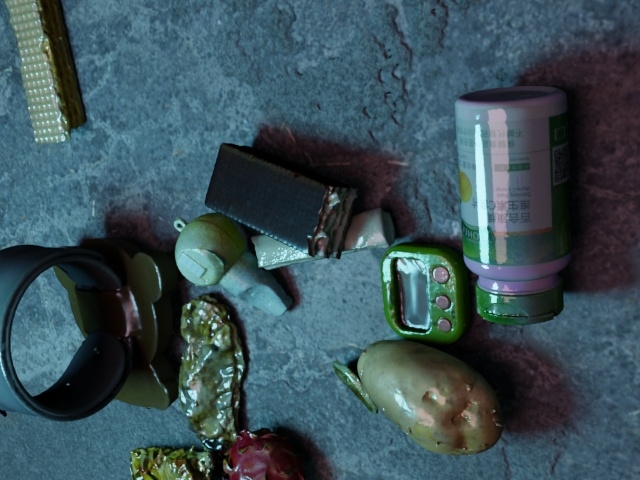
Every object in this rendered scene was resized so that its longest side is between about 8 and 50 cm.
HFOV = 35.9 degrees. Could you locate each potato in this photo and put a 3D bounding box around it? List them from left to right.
[{"bbox_3d":[0.140,0.211,1.342,0.234,0.128,0.161,36,157,26],"label":"potato"}]

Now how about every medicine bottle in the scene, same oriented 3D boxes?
[{"bbox_3d":[0.234,-0.041,1.187,0.133,0.133,0.274,6,110,37],"label":"medicine bottle"}]

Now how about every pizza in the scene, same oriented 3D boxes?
[{"bbox_3d":[-0.251,0.483,1.744,0.287,0.074,0.251,-22,82,58],"label":"pizza"}]

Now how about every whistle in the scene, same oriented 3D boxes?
[{"bbox_3d":[-0.135,0.033,1.543,0.223,0.123,0.123,37,128,-3],"label":"whistle"}]

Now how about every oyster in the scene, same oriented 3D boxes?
[{"bbox_3d":[-0.183,0.257,1.674,0.128,0.078,0.345,5,107,28],"label":"oyster"}]

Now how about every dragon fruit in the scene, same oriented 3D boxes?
[{"bbox_3d":[-0.086,0.386,1.605,0.166,0.136,0.133,48,163,25],"label":"dragon fruit"}]

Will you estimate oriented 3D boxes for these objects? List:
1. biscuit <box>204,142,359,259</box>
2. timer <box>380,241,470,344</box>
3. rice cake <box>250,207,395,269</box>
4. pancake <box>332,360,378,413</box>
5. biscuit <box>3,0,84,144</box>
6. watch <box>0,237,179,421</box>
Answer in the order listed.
[{"bbox_3d":[-0.057,-0.059,1.416,0.252,0.070,0.106,24,102,39],"label":"biscuit"},{"bbox_3d":[0.145,0.070,1.356,0.128,0.047,0.140,5,109,35],"label":"timer"},{"bbox_3d":[0.000,0.000,1.441,0.256,0.052,0.057,-12,95,40],"label":"rice cake"},{"bbox_3d":[0.052,0.216,1.465,0.108,0.017,0.108,46,170,11],"label":"pancake"},{"bbox_3d":[-0.481,-0.357,1.690,0.094,0.054,0.379,0,106,37],"label":"biscuit"},{"bbox_3d":[-0.426,0.169,1.652,0.314,0.326,0.335,4,109,41],"label":"watch"}]
